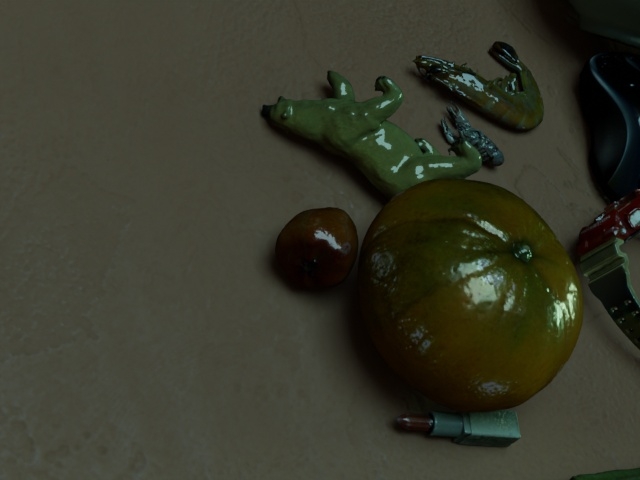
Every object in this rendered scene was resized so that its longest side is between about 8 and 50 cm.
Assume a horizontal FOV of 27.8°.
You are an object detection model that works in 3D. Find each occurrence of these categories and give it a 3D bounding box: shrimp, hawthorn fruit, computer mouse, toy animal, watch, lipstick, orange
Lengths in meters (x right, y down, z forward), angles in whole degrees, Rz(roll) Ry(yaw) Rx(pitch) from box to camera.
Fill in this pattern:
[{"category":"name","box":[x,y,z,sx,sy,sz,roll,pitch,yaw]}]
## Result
[{"category":"shrimp","box":[0.191,-0.199,1.516,0.178,0.034,0.124,25,51,-13]},{"category":"hawthorn fruit","box":[0.000,0.000,1.278,0.081,0.081,0.093,30,40,-7]},{"category":"shrimp","box":[0.166,-0.114,1.459,0.038,0.029,0.092,-36,75,-28]},{"category":"computer mouse","box":[0.387,-0.134,1.533,0.137,0.096,0.233,0,63,-25]},{"category":"toy animal","box":[0.051,-0.108,1.368,0.219,0.103,0.101,38,76,-6]},{"category":"watch","box":[0.398,0.068,1.432,0.268,0.102,0.165,47,51,-4]},{"category":"lipstick","box":[0.131,0.179,1.261,0.129,0.030,0.030,8,59,-22]},{"category":"orange","box":[0.147,0.046,1.254,0.240,0.171,0.240,17,49,-20]}]

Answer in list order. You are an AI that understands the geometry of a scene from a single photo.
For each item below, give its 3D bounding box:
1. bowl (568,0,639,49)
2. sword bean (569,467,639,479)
[{"category":"bowl","box":[0.403,-0.307,1.584,0.289,0.146,0.289,16,13,-4]},{"category":"sword bean","box":[0.367,0.238,1.340,0.269,0.038,0.043,-8,91,-30]}]
